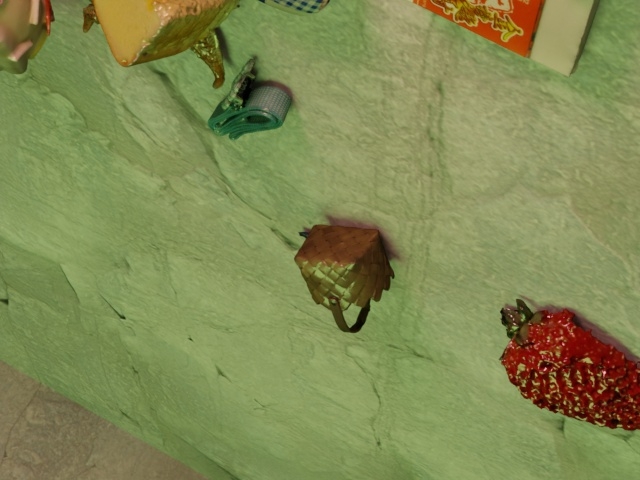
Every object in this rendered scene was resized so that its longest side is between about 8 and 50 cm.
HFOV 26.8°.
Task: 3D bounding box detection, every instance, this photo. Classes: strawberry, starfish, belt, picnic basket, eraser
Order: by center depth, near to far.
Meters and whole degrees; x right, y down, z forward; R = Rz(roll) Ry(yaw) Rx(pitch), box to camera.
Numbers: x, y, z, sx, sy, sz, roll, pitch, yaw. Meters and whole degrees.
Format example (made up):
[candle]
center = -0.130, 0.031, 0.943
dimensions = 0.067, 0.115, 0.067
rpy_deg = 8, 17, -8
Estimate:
[eraser]
center = 0.197, -0.287, 1.496
dimensions = 0.230, 0.038, 0.157
rpy_deg = 28, 153, 13
[starfish]
center = -0.292, -0.355, 1.890
dimensions = 0.293, 0.084, 0.301
rpy_deg = 19, 154, 25
[belt]
center = -0.120, -0.198, 1.980
dimensions = 0.100, 0.065, 0.179
rpy_deg = 35, 155, -24
[strawberry]
center = 0.381, 0.208, 2.035
dimensions = 0.286, 0.106, 0.188
rpy_deg = 30, 155, 7
[picnic basket]
center = 0.049, 0.067, 2.150
dimensions = 0.137, 0.128, 0.178
rpy_deg = 6, 130, 30

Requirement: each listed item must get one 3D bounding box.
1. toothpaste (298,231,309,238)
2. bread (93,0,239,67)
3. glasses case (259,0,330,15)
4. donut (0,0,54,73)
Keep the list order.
[toothpaste]
center = 0.000, 0.000, 2.218
dimensions = 0.083, 0.019, 0.027
rpy_deg = 18, 173, 31
[bread]
center = -0.215, -0.333, 1.772
dimensions = 0.140, 0.169, 0.160
rpy_deg = -40, 81, 41
[glasses case]
center = -0.124, -0.385, 1.648
dimensions = 0.327, 0.076, 0.125
rpy_deg = 31, 147, 5
[donut]
center = -0.531, -0.402, 1.902
dimensions = 0.382, 0.142, 0.382
rpy_deg = 44, 175, 5
